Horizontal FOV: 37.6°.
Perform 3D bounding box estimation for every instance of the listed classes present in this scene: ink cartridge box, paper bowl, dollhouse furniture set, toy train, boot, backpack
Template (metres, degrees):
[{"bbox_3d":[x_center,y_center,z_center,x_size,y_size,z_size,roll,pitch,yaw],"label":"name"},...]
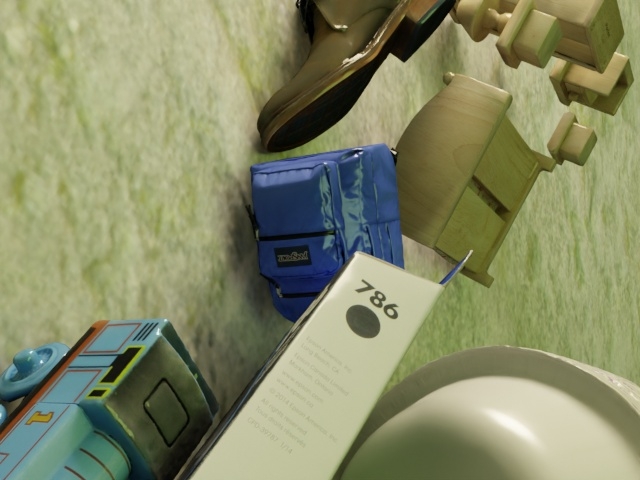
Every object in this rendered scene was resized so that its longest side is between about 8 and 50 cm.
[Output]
[{"bbox_3d":[-0.033,0.121,0.530,0.065,0.165,0.332,39,43,2],"label":"ink cartridge box"},{"bbox_3d":[0.115,0.210,0.616,0.148,0.284,0.284,20,68,-46],"label":"paper bowl"},{"bbox_3d":[0.125,-0.086,0.899,0.355,0.174,0.303,-61,152,-1],"label":"dollhouse furniture set"},{"bbox_3d":[-0.132,0.111,0.441,0.184,0.105,0.080,-53,125,-45],"label":"toy train"},{"bbox_3d":[0.003,-0.160,0.730,0.106,0.082,0.219,42,61,8],"label":"boot"},{"bbox_3d":[0.000,0.000,0.655,0.101,0.098,0.120,-19,102,-57],"label":"backpack"}]
